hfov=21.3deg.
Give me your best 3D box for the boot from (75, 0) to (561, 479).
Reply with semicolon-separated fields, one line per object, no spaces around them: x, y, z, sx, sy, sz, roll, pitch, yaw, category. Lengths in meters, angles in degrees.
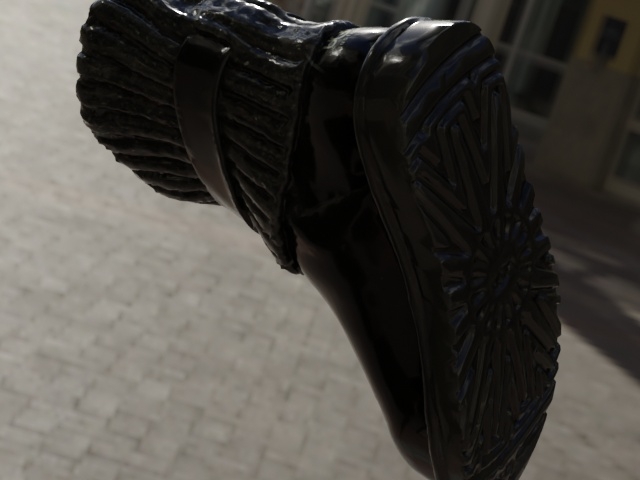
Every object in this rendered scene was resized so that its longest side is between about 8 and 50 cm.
0.002;-0.003;1.056;0.260;0.348;0.131;10;36;36;boot
